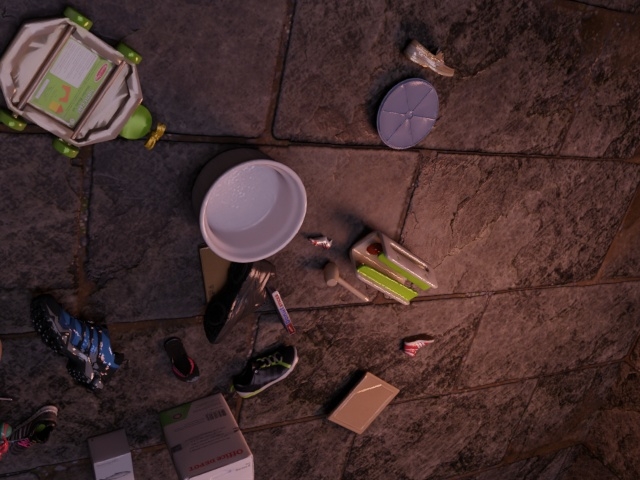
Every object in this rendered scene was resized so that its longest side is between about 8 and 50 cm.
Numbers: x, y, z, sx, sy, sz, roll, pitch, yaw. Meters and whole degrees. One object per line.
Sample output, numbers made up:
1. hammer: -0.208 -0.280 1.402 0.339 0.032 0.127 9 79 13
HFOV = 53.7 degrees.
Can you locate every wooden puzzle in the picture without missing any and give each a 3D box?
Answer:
1. wooden puzzle: 0.150 0.578 2.257 0.221 0.044 0.239 -49 134 4

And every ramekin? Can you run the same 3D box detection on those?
1. ramekin: -0.187 -0.096 1.582 0.277 0.135 0.277 -15 124 -23

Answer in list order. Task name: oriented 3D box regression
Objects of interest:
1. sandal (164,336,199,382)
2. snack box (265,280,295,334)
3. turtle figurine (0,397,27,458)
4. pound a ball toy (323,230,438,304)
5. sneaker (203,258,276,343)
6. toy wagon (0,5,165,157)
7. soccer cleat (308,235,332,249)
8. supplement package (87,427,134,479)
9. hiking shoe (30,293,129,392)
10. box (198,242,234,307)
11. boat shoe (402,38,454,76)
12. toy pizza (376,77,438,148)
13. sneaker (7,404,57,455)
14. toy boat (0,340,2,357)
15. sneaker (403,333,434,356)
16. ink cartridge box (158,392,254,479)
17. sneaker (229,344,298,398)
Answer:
1. sandal: -0.394 0.351 1.798 0.067 0.040 0.179 -27 128 -13
2. snack box: -0.119 0.196 1.847 0.022 0.064 0.178 -30 129 -13
3. turtle figurine: -0.852 0.461 1.556 0.234 0.118 0.175 3 102 -18
4. pound a ball toy: 0.178 0.088 1.932 0.208 0.135 0.319 -35 135 27
5. sneaker: -0.215 0.169 1.726 0.130 0.109 0.286 20 109 -44
6. toy wagon: -0.487 -0.305 1.326 0.344 0.068 0.267 31 100 -40
7. soccer cleat: 0.000 0.000 1.821 0.083 0.029 0.035 19 99 -40
8. supplement package: -0.601 0.652 1.823 0.105 0.105 0.179 -11 123 -23
9. hiking shoe: -0.608 0.237 1.585 0.132 0.113 0.303 -48 131 -37
10. box: -0.243 0.082 1.733 0.165 0.021 0.201 -15 124 -21
11. boat shoe: 0.297 -0.483 1.671 0.170 0.063 0.059 11 118 -34
12. toy pizza: 0.237 -0.350 1.739 0.201 0.032 0.201 -15 125 -23
13. sneaker: -0.760 0.514 1.665 0.170 0.075 0.063 -43 130 0
14. toy boat: -0.878 0.236 1.400 0.268 0.148 0.318 -31 137 -4
15. sneaker: 0.346 0.373 2.238 0.119 0.042 0.066 -5 117 -19
16. ink cartridge box: -0.333 0.596 1.833 0.199 0.273 0.114 -14 124 -22
17. sneaker: -0.171 0.395 1.927 0.235 0.084 0.097 -40 129 -3
